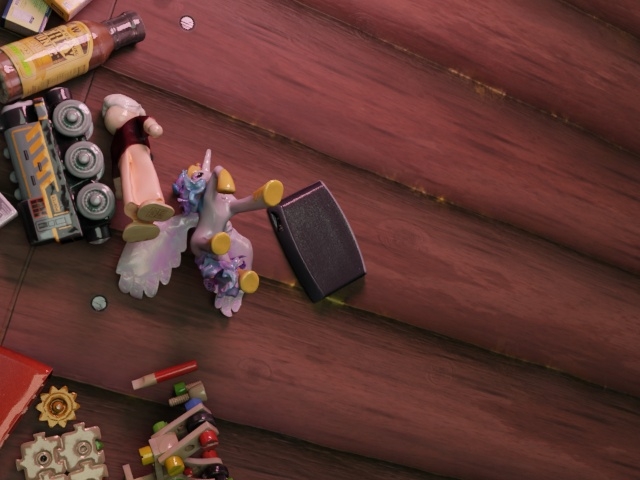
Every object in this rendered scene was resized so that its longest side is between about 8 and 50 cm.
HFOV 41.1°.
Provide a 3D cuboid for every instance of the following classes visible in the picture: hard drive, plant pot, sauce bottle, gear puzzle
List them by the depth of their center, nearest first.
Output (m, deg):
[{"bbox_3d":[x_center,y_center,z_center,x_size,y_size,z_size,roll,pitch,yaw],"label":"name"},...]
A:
[{"bbox_3d":[-0.674,0.295,1.574,0.236,0.267,0.267,35,69,-9],"label":"plant pot"},{"bbox_3d":[-0.524,0.465,1.737,0.176,0.044,0.338,-10,87,-24],"label":"gear puzzle"},{"bbox_3d":[-0.527,-0.396,1.782,0.344,0.111,0.111,-34,98,-32],"label":"sauce bottle"},{"bbox_3d":[0.000,0.000,1.998,0.172,0.054,0.254,-28,96,-23],"label":"hard drive"}]

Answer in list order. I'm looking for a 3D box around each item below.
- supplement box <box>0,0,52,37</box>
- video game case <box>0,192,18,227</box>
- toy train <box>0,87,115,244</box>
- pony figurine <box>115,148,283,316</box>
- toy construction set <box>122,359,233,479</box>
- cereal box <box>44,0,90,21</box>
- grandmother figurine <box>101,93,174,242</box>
[{"bbox_3d":[-0.612,-0.476,1.787,0.083,0.056,0.083,21,76,-20],"label":"supplement box"},{"bbox_3d":[-0.728,-0.069,1.685,0.173,0.022,0.190,-41,84,-21],"label":"video game case"},{"bbox_3d":[-0.538,-0.142,1.747,0.190,0.142,0.333,-16,91,-14],"label":"toy train"},{"bbox_3d":[-0.230,-0.006,1.780,0.303,0.363,0.350,12,96,-29],"label":"pony figurine"},{"bbox_3d":[-0.325,0.426,1.747,0.237,0.257,0.308,-16,70,-11],"label":"toy construction set"},{"bbox_3d":[-0.513,-0.600,1.795,0.173,0.047,0.240,42,67,-8],"label":"cereal box"},{"bbox_3d":[-0.386,-0.173,1.755,0.104,0.208,0.342,17,40,-45],"label":"grandmother figurine"}]
